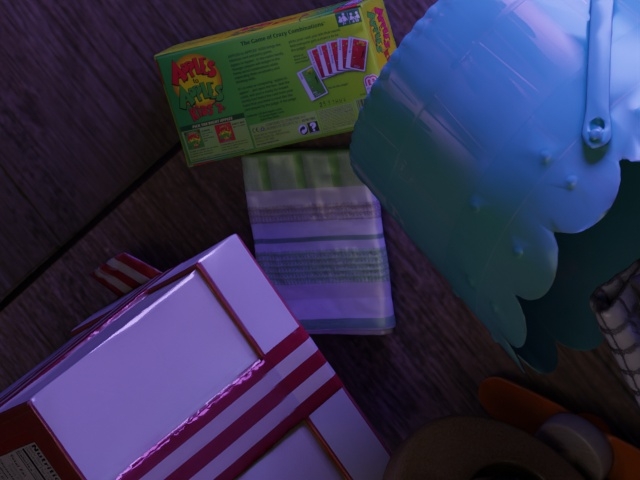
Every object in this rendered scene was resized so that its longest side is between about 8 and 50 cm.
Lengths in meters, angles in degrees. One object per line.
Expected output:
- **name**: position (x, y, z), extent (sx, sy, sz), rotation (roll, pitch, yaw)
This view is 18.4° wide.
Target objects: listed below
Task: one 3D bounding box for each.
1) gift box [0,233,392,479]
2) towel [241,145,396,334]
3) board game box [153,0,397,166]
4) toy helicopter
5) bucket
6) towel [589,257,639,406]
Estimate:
- **gift box**: position (-0.131, 0.156, 1.526), extent (0.276, 0.258, 0.255), rotation (-18, 106, 54)
- **towel**: position (0.000, 0.000, 1.552), extent (0.113, 0.023, 0.152), rotation (-1, 105, 22)
- **board game box**: position (-0.029, -0.121, 1.506), extent (0.181, 0.043, 0.092), rotation (-11, 103, 26)
- **toy helicopter**: position (0.209, 0.233, 1.462), extent (0.355, 0.235, 0.140), rotation (25, 141, -10)
- **bucket**: position (0.167, -0.068, 1.306), extent (0.183, 0.281, 0.281), rotation (47, 121, 19)
- **towel**: position (0.337, 0.052, 1.263), extent (0.235, 0.283, 0.121), rotation (62, 163, -22)
